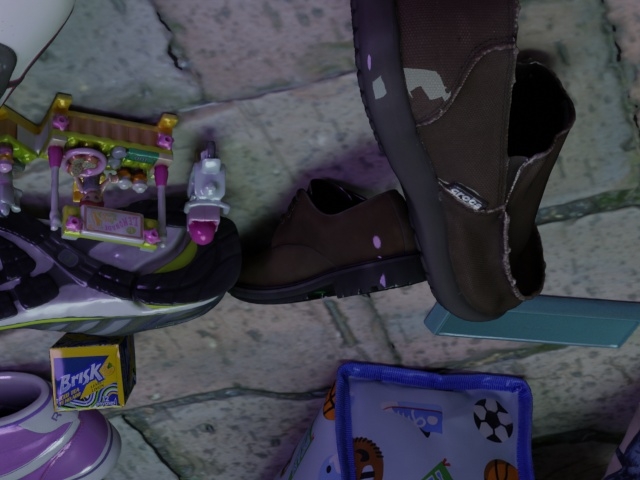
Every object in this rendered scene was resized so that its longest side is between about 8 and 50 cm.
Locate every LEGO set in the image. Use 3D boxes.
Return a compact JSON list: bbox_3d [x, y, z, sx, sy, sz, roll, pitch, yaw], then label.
[{"bbox_3d":[-0.209,-0.026,1.465,0.287,0.107,0.132,-3,150,-3],"label":"LEGO set"}]

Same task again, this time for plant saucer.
[{"bbox_3d":[0.192,0.072,1.772,0.192,0.018,0.067,5,148,-14],"label":"plant saucer"}]

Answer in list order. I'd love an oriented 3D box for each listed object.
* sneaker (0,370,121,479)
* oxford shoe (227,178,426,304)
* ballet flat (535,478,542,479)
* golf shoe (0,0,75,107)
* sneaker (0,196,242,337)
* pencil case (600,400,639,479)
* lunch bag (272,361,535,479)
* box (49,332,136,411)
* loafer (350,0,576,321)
[{"bbox_3d":[-0.345,0.197,1.852,0.282,0.102,0.161,-27,141,15],"label":"sneaker"},{"bbox_3d":[0.000,0.000,1.574,0.083,0.096,0.227,-12,180,-42],"label":"oxford shoe"},{"bbox_3d":[0.325,0.364,2.151,0.483,0.164,0.182,33,177,-33],"label":"ballet flat"},{"bbox_3d":[-0.233,-0.109,1.312,0.105,0.120,0.273,16,143,-28],"label":"golf shoe"},{"bbox_3d":[-0.211,0.037,1.581,0.300,0.111,0.121,1,157,0],"label":"sneaker"},{"bbox_3d":[0.289,0.342,1.906,0.160,0.410,0.183,31,-171,18],"label":"pencil case"},{"bbox_3d":[0.062,0.357,1.881,0.239,0.385,0.328,5,149,-16],"label":"lunch bag"},{"bbox_3d":[-0.188,0.105,1.667,0.059,0.054,0.169,-3,-178,-2],"label":"box"},{"bbox_3d":[0.123,-0.056,1.428,0.130,0.133,0.366,-11,149,11],"label":"loafer"}]
